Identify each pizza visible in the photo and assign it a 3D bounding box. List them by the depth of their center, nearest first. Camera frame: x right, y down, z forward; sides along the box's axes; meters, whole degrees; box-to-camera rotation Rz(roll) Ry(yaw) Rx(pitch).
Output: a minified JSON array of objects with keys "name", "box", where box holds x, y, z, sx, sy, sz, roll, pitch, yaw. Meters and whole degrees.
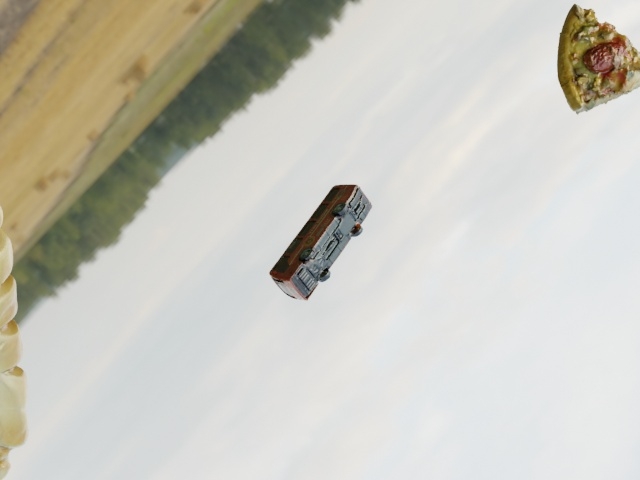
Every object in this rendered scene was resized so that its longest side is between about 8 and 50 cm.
[{"name":"pizza","box":[0.208,-0.133,0.923,0.025,0.078,0.083,90,0,-73]}]

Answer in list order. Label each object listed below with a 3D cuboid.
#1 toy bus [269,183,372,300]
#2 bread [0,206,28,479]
[{"name":"toy bus","box":[0.000,0.000,1.074,0.043,0.031,0.110,6,-129,48]},{"name":"bread","box":[-0.372,0.097,1.239,0.121,0.172,0.311,-99,-172,-68]}]
